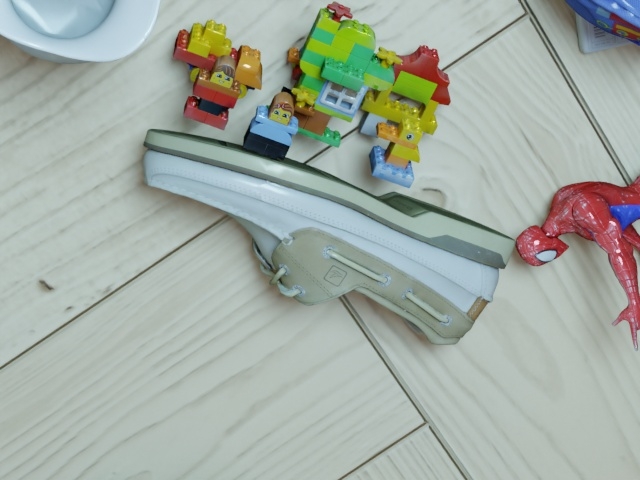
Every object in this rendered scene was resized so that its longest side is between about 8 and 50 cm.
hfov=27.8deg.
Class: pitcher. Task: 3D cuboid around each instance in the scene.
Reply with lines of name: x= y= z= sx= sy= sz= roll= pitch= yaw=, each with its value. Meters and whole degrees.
pitcher: x=-0.194 y=-0.180 z=0.859 sx=0.177 sy=0.207 sz=0.126 roll=9 pitch=105 yaw=-10

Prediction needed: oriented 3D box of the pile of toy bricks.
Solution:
pile of toy bricks: x=0.004 y=-0.124 z=0.943 sx=0.212 sy=0.118 sz=0.105 roll=18 pitch=121 yaw=-14

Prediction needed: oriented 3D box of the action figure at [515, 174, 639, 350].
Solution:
action figure: x=0.297 y=-0.016 z=1.037 sx=0.280 sy=0.091 sz=0.139 roll=-22 pitch=99 yaw=-2

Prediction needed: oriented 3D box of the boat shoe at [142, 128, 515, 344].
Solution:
boat shoe: x=0.000 y=0.000 z=0.989 sx=0.302 sy=0.113 sz=0.103 roll=19 pitch=97 yaw=-14

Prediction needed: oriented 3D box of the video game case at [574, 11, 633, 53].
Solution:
video game case: x=0.262 y=-0.237 z=1.007 sx=0.143 sy=0.019 sz=0.157 roll=-13 pitch=107 yaw=-5

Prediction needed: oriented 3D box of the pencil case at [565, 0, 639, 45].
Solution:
pencil case: x=0.291 y=-0.279 z=0.930 sx=0.306 sy=0.119 sz=0.133 roll=-57 pitch=150 yaw=7
